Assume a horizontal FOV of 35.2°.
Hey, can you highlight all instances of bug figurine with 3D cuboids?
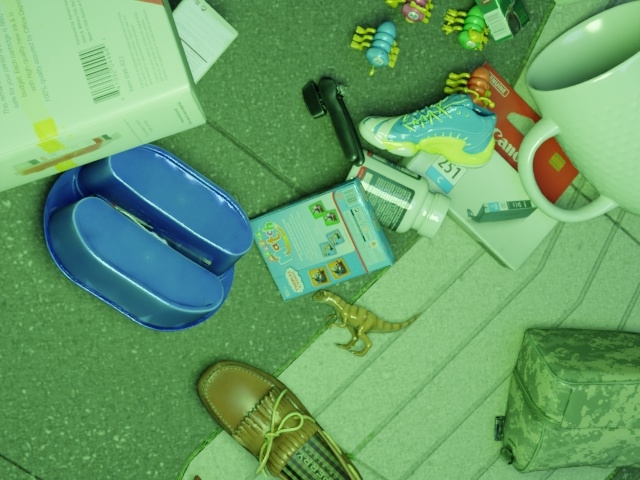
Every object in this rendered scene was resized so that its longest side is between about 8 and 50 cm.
[{"bbox_3d":[0.201,-0.343,1.758,0.279,0.072,0.216,21,71,-17],"label":"bug figurine"}]

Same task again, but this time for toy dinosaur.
[{"bbox_3d":[0.083,0.152,1.819,0.211,0.064,0.112,22,89,-18],"label":"toy dinosaur"}]

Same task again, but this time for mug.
[{"bbox_3d":[0.524,-0.188,1.803,0.374,0.276,0.328,-36,112,0],"label":"mug"}]

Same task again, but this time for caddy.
[{"bbox_3d":[-0.279,-0.002,1.642,0.341,0.179,0.241,36,64,-16],"label":"caddy"}]

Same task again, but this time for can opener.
[{"bbox_3d":[0.034,-0.204,1.729,0.073,0.059,0.186,-37,64,24],"label":"can opener"}]

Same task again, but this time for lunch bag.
[{"bbox_3d":[0.500,0.315,1.883,0.305,0.212,0.256,2,113,-13],"label":"lunch bag"}]

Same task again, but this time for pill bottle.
[{"bbox_3d":[0.129,-0.075,1.758,0.180,0.108,0.108,26,89,0],"label":"pill bottle"}]

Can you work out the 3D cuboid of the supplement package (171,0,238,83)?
[{"bbox_3d":[-0.236,-0.303,1.650,0.105,0.105,0.179,41,85,-16],"label":"supplement package"}]

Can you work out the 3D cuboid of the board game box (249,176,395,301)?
[{"bbox_3d":[0.000,0.000,1.735,0.211,0.039,0.160,-20,104,20],"label":"board game box"}]

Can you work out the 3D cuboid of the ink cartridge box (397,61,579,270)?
[{"bbox_3d":[0.330,-0.136,1.854,0.296,0.066,0.261,41,85,-16],"label":"ink cartridge box"}]

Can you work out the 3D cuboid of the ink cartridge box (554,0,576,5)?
[{"bbox_3d":[0.436,-0.493,1.827,0.052,0.088,0.122,-40,106,-11],"label":"ink cartridge box"}]

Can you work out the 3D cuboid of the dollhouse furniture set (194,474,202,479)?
[{"bbox_3d":[-0.189,0.627,1.779,0.201,0.152,0.374,-34,122,-10],"label":"dollhouse furniture set"}]

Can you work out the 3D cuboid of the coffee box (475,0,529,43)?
[{"bbox_3d":[0.304,-0.451,1.788,0.184,0.040,0.113,62,36,-13],"label":"coffee box"}]

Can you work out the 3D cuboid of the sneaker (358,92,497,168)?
[{"bbox_3d":[0.190,-0.205,1.718,0.240,0.091,0.126,10,119,-14],"label":"sneaker"}]

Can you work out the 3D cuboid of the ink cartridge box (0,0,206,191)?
[{"bbox_3d":[-0.400,-0.259,1.500,0.385,0.160,0.279,-19,78,-1],"label":"ink cartridge box"}]

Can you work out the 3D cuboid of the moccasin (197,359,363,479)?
[{"bbox_3d":[-0.063,0.353,1.758,0.139,0.147,0.380,-41,105,-8],"label":"moccasin"}]
